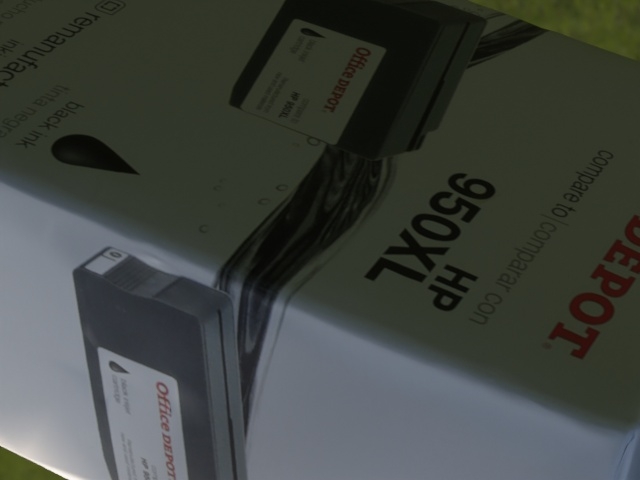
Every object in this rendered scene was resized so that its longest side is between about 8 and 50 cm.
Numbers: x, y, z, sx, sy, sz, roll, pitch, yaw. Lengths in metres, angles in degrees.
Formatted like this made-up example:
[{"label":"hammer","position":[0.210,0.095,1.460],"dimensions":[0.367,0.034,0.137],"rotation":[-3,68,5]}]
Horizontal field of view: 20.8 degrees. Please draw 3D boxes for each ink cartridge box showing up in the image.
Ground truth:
[{"label":"ink cartridge box","position":[0.000,0.000,0.840],"dimensions":[0.285,0.395,0.166],"rotation":[-46,152,-49]}]
